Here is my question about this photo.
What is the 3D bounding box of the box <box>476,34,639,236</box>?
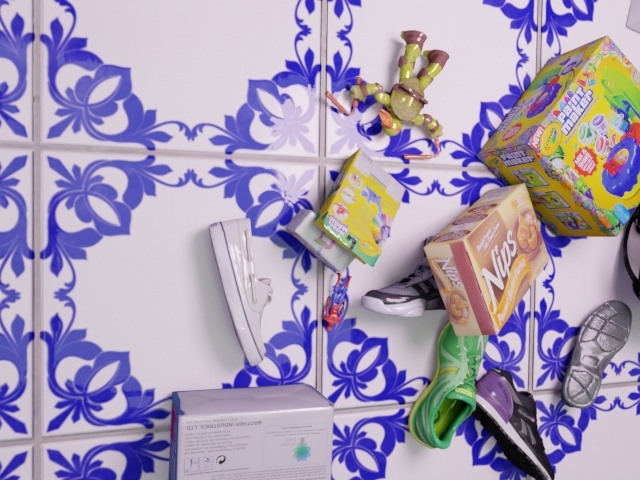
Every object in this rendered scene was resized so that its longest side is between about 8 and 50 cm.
[{"bbox_3d":[0.544,-0.204,1.139,0.279,0.177,0.289,40,80,-14],"label":"box"}]

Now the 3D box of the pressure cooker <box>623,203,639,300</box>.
[{"bbox_3d":[0.881,0.025,1.159,0.421,0.375,0.369,24,50,-16],"label":"pressure cooker"}]

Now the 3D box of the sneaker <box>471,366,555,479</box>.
[{"bbox_3d":[0.436,0.396,1.164,0.124,0.107,0.283,-43,103,-18],"label":"sneaker"}]

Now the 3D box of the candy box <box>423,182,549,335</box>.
[{"bbox_3d":[0.332,0.027,1.048,0.316,0.088,0.182,-33,105,-44],"label":"candy box"}]

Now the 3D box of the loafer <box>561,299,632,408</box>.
[{"bbox_3d":[0.615,0.257,1.238,0.096,0.084,0.267,30,78,15],"label":"loafer"}]

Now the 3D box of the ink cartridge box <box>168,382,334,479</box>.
[{"bbox_3d":[-0.130,0.471,0.959,0.270,0.151,0.394,2,90,-17],"label":"ink cartridge box"}]

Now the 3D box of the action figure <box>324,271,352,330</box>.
[{"bbox_3d":[0.032,0.122,1.063,0.038,0.030,0.115,15,92,-12],"label":"action figure"}]

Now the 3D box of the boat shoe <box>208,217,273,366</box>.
[{"bbox_3d":[-0.129,0.090,0.981,0.088,0.096,0.267,-15,88,-12],"label":"boat shoe"}]

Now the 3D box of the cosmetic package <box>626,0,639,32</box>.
[{"bbox_3d":[0.902,-0.543,1.095,0.230,0.453,0.161,14,88,-18],"label":"cosmetic package"}]

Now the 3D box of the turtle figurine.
[{"bbox_3d":[0.158,-0.294,1.058,0.270,0.087,0.217,24,85,-17],"label":"turtle figurine"}]

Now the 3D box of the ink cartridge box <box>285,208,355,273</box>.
[{"bbox_3d":[0.000,0.000,1.017,0.122,0.088,0.052,44,82,-14],"label":"ink cartridge box"}]

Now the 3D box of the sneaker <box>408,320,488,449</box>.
[{"bbox_3d":[0.282,0.285,1.097,0.110,0.123,0.295,24,85,-18],"label":"sneaker"}]

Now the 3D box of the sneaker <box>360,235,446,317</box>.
[{"bbox_3d":[0.200,0.068,1.081,0.269,0.101,0.152,-1,92,-23],"label":"sneaker"}]

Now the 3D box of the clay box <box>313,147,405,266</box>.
[{"bbox_3d":[0.072,-0.056,1.002,0.127,0.053,0.222,40,48,-15],"label":"clay box"}]
